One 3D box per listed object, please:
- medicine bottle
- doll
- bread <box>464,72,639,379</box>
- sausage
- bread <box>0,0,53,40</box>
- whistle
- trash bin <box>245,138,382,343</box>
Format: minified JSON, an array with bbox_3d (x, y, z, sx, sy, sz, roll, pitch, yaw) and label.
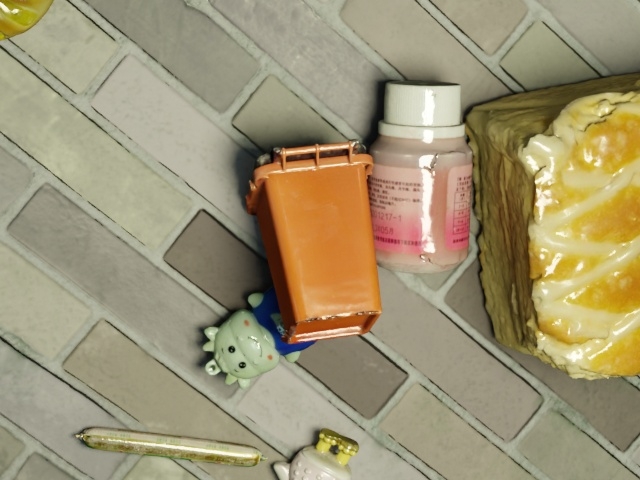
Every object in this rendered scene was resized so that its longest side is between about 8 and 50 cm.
[{"bbox_3d":[0.132,-0.087,1.650,0.147,0.147,0.247,-1,101,-12],"label":"medicine bottle"},{"bbox_3d":[-0.017,0.362,1.744,0.129,0.081,0.207,27,97,3],"label":"doll"},{"bbox_3d":[0.411,-0.033,1.654,0.390,0.279,0.371,-10,105,-12],"label":"bread"},{"bbox_3d":[-0.203,0.285,1.712,0.269,0.033,0.033,9,99,-14],"label":"sausage"},{"bbox_3d":[-0.421,-0.345,1.503,0.213,0.105,0.213,-2,104,-9],"label":"bread"},{"bbox_3d":[-0.052,0.111,1.677,0.244,0.092,0.110,-32,96,-3],"label":"whistle"},{"bbox_3d":[0.000,0.000,1.579,0.161,0.184,0.239,-7,70,-11],"label":"trash bin"}]
